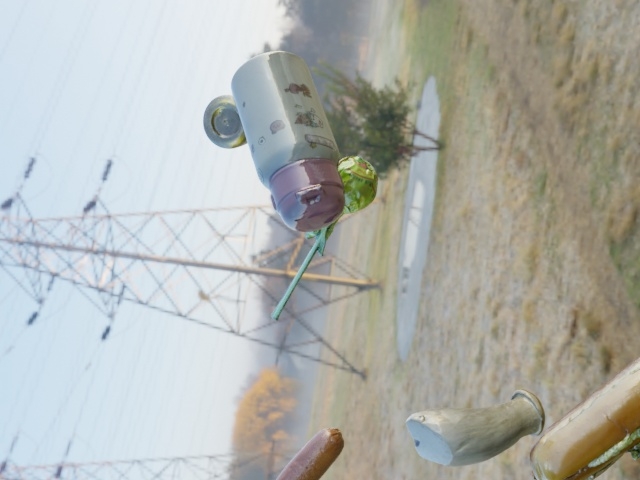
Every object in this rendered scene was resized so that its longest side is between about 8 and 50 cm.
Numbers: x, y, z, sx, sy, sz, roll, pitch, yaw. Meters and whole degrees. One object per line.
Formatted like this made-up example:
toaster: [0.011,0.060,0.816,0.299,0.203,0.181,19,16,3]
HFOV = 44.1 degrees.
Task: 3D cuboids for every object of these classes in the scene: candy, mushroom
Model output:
candy: [-0.002,-0.001,1.130,0.262,0.077,0.073,-60,5,1]
mushroom: [0.275,0.334,1.383,0.108,0.247,0.096,-120,25,-54]

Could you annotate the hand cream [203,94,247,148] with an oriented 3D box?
hand cream: [-0.117,-0.200,1.305,0.203,0.084,0.084,-33,-48,-70]

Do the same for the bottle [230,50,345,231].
bottle: [-0.036,-0.122,1.019,0.110,0.110,0.233,96,157,-66]

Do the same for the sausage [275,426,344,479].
sausage: [-0.025,0.477,1.669,0.197,0.076,0.076,-48,-1,-1]

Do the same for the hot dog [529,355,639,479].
hot dog: [0.454,0.258,1.158,0.100,0.337,0.135,49,171,41]
